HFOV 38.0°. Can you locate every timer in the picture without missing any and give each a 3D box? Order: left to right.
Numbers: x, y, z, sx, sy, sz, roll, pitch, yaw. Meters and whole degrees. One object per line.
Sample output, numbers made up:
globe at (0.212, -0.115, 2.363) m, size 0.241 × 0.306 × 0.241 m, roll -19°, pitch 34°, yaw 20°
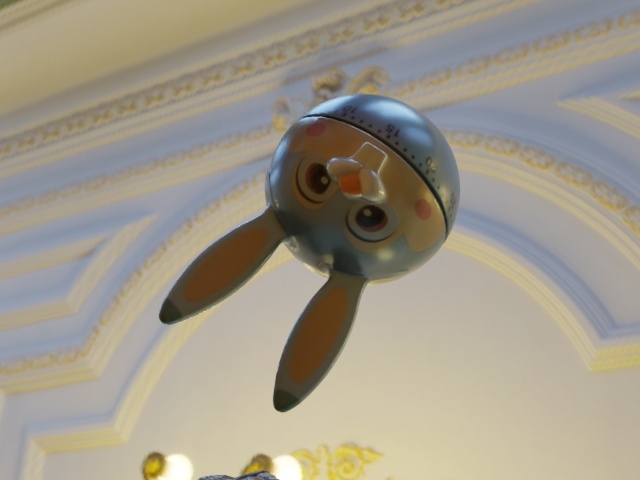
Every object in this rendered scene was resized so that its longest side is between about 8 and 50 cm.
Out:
timer at (0.011, -0.017, 0.726) m, size 0.175 × 0.175 × 0.255 m, roll 2°, pitch -150°, yaw 33°

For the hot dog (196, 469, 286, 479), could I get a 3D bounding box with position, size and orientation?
hot dog at (-0.075, 0.276, 0.949) m, size 0.253 × 0.131 × 0.069 m, roll 163°, pitch -84°, yaw -70°
